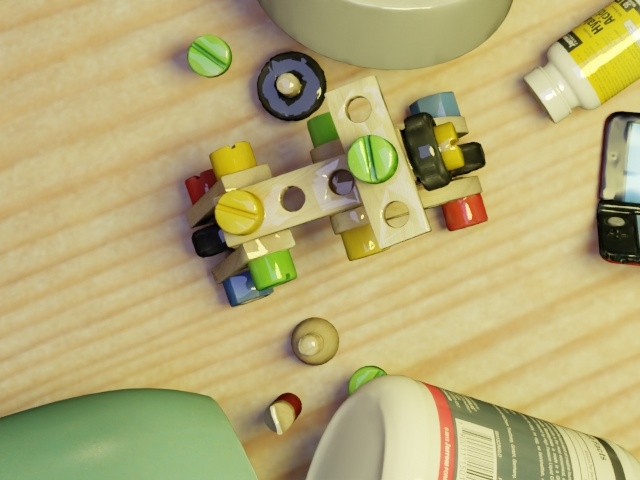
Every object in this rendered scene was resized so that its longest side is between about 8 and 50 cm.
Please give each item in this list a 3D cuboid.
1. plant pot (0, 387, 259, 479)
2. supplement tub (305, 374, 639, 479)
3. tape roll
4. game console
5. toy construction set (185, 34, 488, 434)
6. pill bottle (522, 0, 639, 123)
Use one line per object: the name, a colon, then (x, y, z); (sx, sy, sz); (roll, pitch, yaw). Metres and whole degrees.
plant pot: (-0.155, 0.247, 1.445); (0.235, 0.293, 0.293); (-23, 88, -11)
supplement tub: (0.135, 0.225, 1.430); (0.272, 0.191, 0.191); (19, 91, -19)
tape roll: (0.052, -0.239, 1.471); (0.219, 0.072, 0.219); (3, 55, -5)
game console: (0.299, -0.038, 1.508); (0.144, 0.124, 0.085); (5, 117, 4)
toy construction set: (0.000, 0.000, 1.449); (0.257, 0.237, 0.309); (7, 91, 4)
pill bottle: (0.225, -0.146, 1.520); (0.116, 0.065, 0.065); (-36, 88, 3)
